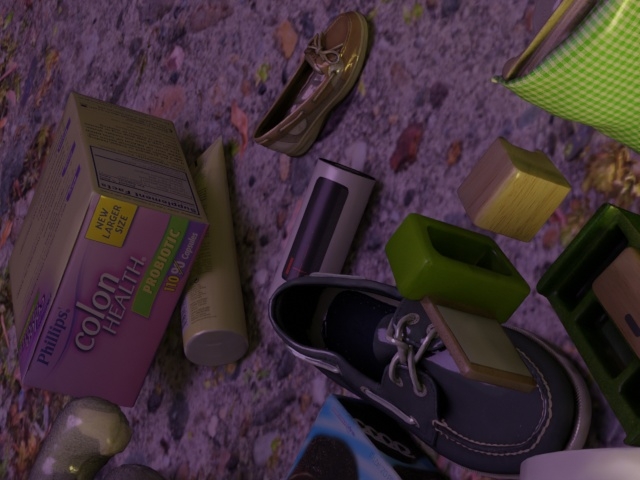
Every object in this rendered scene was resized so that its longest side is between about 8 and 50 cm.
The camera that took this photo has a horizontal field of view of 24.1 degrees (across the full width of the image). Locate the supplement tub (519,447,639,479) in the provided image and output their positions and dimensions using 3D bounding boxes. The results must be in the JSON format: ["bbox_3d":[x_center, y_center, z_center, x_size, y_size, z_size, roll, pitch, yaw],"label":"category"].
[{"bbox_3d":[0.199,0.289,0.792,0.241,0.241,0.331,-13,67,50],"label":"supplement tub"}]

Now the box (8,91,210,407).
[{"bbox_3d":[-0.218,0.004,1.493,0.214,0.117,0.243,-66,23,21],"label":"box"}]

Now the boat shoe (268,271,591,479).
[{"bbox_3d":[0.071,0.097,1.149,0.319,0.099,0.116,25,96,53],"label":"boat shoe"}]

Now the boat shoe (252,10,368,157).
[{"bbox_3d":[-0.008,-0.147,1.388,0.153,0.048,0.056,-56,40,23],"label":"boat shoe"}]

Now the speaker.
[{"bbox_3d":[0.000,0.000,1.318,0.055,0.055,0.136,30,101,53],"label":"speaker"}]

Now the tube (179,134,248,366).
[{"bbox_3d":[-0.111,0.009,1.464,0.070,0.062,0.240,-13,51,2],"label":"tube"}]

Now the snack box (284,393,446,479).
[{"bbox_3d":[0.059,0.283,1.127,0.322,0.060,0.187,47,116,49],"label":"snack box"}]

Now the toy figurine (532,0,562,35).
[{"bbox_3d":[0.229,-0.225,1.036,0.213,0.148,0.210,-46,50,30],"label":"toy figurine"}]

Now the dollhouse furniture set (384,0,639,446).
[{"bbox_3d":[0.210,-0.036,0.934,0.301,0.197,0.151,-54,39,26],"label":"dollhouse furniture set"}]

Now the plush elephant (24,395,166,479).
[{"bbox_3d":[-0.167,0.338,1.271,0.255,0.272,0.330,28,63,16],"label":"plush elephant"}]
